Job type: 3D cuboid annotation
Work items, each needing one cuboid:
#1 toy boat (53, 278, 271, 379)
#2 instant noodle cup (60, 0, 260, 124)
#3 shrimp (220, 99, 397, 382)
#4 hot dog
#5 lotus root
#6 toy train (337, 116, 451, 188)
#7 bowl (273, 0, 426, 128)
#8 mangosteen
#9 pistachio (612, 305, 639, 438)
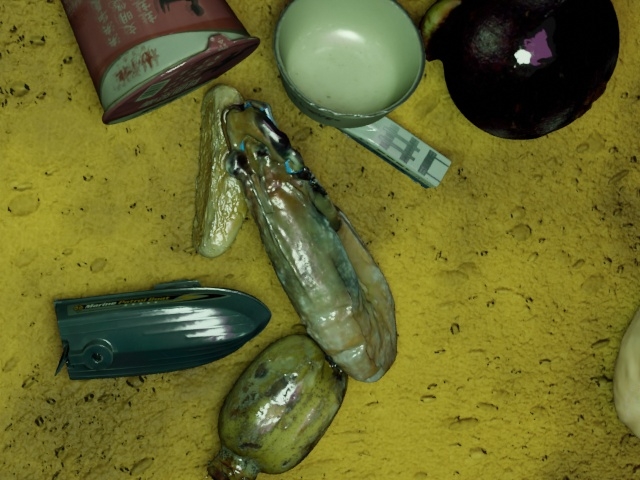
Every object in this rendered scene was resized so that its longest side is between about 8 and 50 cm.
[{"bbox_3d":[-0.214,0.117,1.501,0.296,0.122,0.114,-7,118,-5],"label":"toy boat"},{"bbox_3d":[-0.219,-0.280,1.426,0.235,0.235,0.178,-28,91,-12],"label":"instant noodle cup"},{"bbox_3d":[0.000,0.000,1.507,0.110,0.221,0.445,-17,116,28],"label":"shrimp"},{"bbox_3d":[-0.131,-0.095,1.529,0.073,0.084,0.242,4,92,-17],"label":"hot dog"},{"bbox_3d":[-0.071,0.253,1.541,0.154,0.154,0.278,37,80,-15],"label":"lotus root"},{"bbox_3d":[0.082,-0.158,1.599,0.234,0.051,0.052,33,81,-16],"label":"toy train"},{"bbox_3d":[0.033,-0.245,1.529,0.211,0.112,0.211,2,72,-7],"label":"bowl"},{"bbox_3d":[0.270,-0.291,1.550,0.302,0.275,0.275,40,83,16],"label":"mangosteen"},{"bbox_3d":[0.576,0.171,1.702,0.193,0.214,0.318,25,77,26],"label":"pistachio"}]
